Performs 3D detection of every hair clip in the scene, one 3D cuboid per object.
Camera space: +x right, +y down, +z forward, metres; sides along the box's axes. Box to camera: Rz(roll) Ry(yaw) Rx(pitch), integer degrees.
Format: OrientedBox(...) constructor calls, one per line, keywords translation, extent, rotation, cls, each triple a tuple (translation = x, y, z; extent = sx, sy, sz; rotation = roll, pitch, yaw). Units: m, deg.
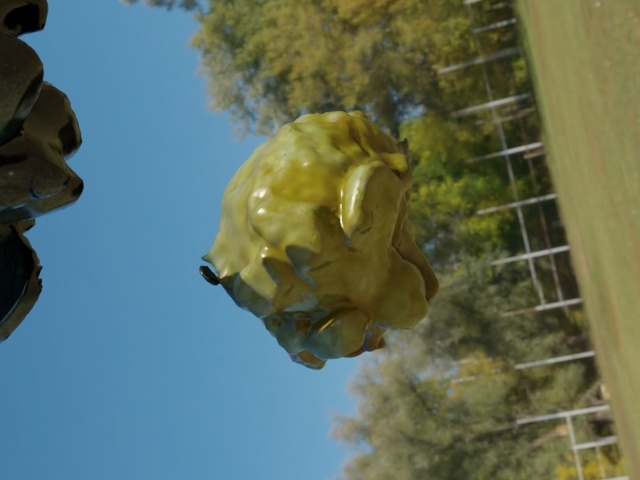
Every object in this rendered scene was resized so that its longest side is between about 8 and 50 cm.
OrientedBox(translation=(-0.287, -0.045, 0.639), extent=(0.206, 0.310, 0.194), rotation=(46, -161, -38), cls="hair clip")

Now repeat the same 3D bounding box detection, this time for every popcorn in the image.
OrientedBox(translation=(0.000, 0.000, 0.900), extent=(0.286, 0.215, 0.252), rotation=(16, -112, -85), cls="popcorn")
